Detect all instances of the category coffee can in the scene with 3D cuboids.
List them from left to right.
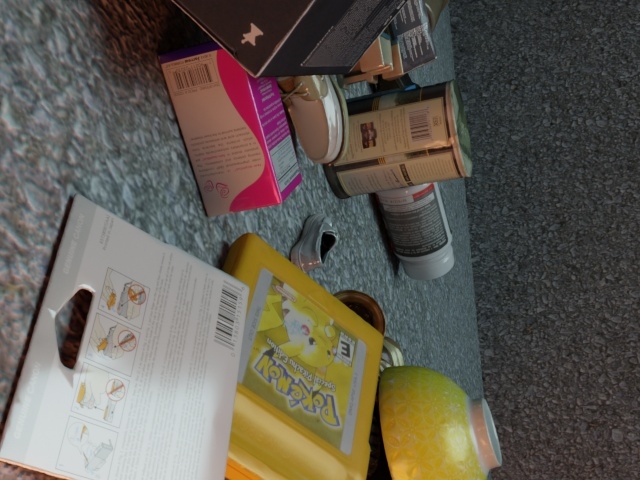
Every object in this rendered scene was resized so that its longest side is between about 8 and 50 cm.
[{"bbox_3d":[0.158,-0.206,1.563,0.201,0.275,0.202,-8,90,-71],"label":"coffee can"}]

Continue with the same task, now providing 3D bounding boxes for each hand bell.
[{"bbox_3d":[0.066,0.154,1.453,0.242,0.126,0.126,20,63,-83],"label":"hand bell"}]

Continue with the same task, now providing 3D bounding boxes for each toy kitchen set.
[{"bbox_3d":[0.031,-0.342,1.366,0.166,0.207,0.122,-14,95,-68],"label":"toy kitchen set"}]

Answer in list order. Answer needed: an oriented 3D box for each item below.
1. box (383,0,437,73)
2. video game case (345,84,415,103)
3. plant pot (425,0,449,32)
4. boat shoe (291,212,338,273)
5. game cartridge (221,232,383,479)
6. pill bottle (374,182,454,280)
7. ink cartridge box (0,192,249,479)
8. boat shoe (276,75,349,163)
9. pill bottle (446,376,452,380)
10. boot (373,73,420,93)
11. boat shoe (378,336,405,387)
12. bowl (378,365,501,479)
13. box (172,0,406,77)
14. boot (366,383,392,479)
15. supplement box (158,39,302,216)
[{"bbox_3d":[0.072,-0.552,1.504,0.318,0.097,0.395,42,-24,58],"label":"box"},{"bbox_3d":[0.120,-0.317,1.667,0.119,0.166,0.015,-42,121,-68],"label":"video game case"},{"bbox_3d":[0.200,-0.595,1.861,0.263,0.263,0.229,62,24,-44],"label":"plant pot"},{"bbox_3d":[0.000,0.000,1.340,0.184,0.063,0.066,-53,131,-64],"label":"boat shoe"},{"bbox_3d":[-0.038,0.183,0.991,0.285,0.052,0.324,39,37,-23],"label":"game cartridge"},{"bbox_3d":[0.242,-0.048,1.913,0.161,0.161,0.283,-71,147,-53],"label":"pill bottle"},{"bbox_3d":[-0.188,0.125,0.757,0.239,0.060,0.275,32,48,-35],"label":"ink cartridge box"},{"bbox_3d":[-0.036,-0.277,1.318,0.103,0.113,0.302,-17,94,-52],"label":"boat shoe"},{"bbox_3d":[0.217,0.450,1.611,0.169,0.169,0.302,15,68,-69],"label":"pill bottle"},{"bbox_3d":[0.175,-0.431,2.011,0.305,0.115,0.112,57,33,-14],"label":"boot"},{"bbox_3d":[0.107,0.360,1.442,0.123,0.123,0.342,-5,90,-51],"label":"boat shoe"},{"bbox_3d":[0.219,0.343,1.292,0.289,0.156,0.290,-16,90,-75],"label":"bowl"},{"bbox_3d":[-0.055,-0.376,0.932,0.293,0.212,0.395,43,21,3],"label":"box"},{"bbox_3d":[0.050,0.374,1.207,0.260,0.131,0.348,-10,81,-78],"label":"boot"},{"bbox_3d":[-0.114,-0.157,1.008,0.114,0.111,0.220,-54,133,-65],"label":"supplement box"}]
